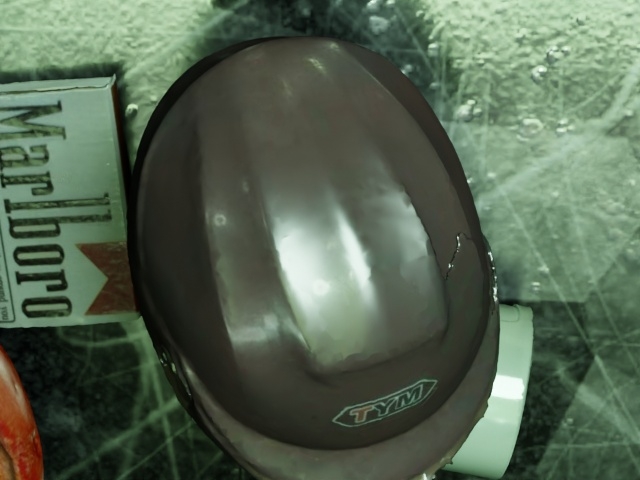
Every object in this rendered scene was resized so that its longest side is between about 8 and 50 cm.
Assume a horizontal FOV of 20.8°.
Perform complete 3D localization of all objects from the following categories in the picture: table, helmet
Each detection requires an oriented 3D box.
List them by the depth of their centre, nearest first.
[{"bbox_3d":[0.000,0.000,1.084,0.225,0.177,0.305,-23,68,-15],"label":"helmet"},{"bbox_3d":[0.027,0.086,1.216,0.220,0.126,0.126,12,113,-2],"label":"table"}]

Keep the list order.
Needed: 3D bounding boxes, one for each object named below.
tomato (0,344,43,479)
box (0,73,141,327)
[{"bbox_3d":[-0.298,0.126,1.268,0.228,0.101,0.228,8,123,12],"label":"tomato"},{"bbox_3d":[-0.189,-0.027,1.229,0.115,0.036,0.177,-3,112,4],"label":"box"}]
